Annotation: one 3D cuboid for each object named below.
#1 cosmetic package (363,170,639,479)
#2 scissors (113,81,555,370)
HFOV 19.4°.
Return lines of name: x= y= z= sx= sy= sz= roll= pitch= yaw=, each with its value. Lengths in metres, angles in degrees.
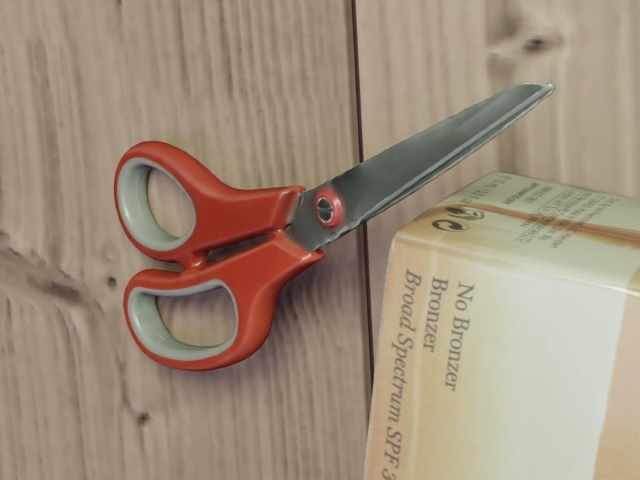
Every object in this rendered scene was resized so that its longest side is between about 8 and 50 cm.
cosmetic package: x=0.176 y=0.080 z=0.726 sx=0.296 sy=0.129 sz=0.153 roll=11 pitch=107 yaw=21
scissors: x=0.000 y=0.000 z=0.785 sx=0.297 sy=0.021 sz=0.109 roll=-6 pitch=95 yaw=49
